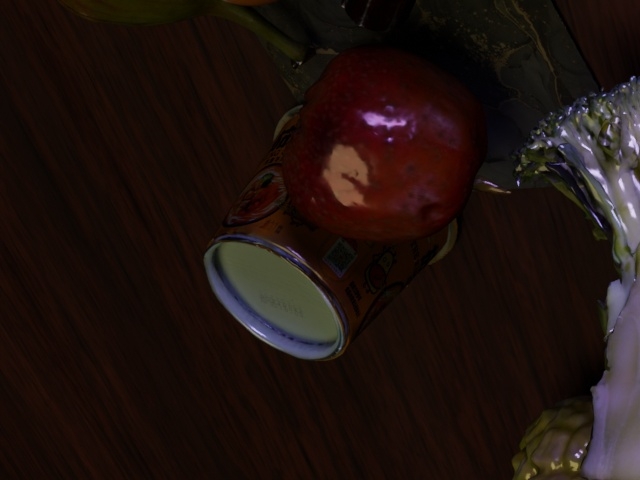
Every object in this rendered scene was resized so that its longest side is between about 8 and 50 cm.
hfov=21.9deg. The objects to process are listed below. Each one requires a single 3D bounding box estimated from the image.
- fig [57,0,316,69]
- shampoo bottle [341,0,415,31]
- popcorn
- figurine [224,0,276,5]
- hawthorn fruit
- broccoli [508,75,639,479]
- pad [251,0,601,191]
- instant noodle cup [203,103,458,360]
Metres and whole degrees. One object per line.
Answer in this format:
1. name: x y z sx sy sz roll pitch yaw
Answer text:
1. fig: -0.130 -0.223 1.498 0.259 0.151 0.151 38 149 2
2. shampoo bottle: 0.074 -0.261 1.261 0.104 0.104 0.278 36 149 8
3. popcorn: 0.293 0.262 1.604 0.259 0.212 0.259 35 155 18
4. figurine: -0.096 -0.260 1.287 0.222 0.324 0.124 32 105 10
5. hawthorn fruit: 0.072 -0.077 1.441 0.200 0.179 0.179 17 147 1
6. broccoli: 0.286 0.044 1.200 0.252 0.361 0.221 -4 150 -5
7. pad: 0.099 -0.138 1.490 0.367 0.007 0.247 0 131 48
8. instant noodle cup: 0.000 0.000 1.600 0.216 0.172 0.216 27 147 19
